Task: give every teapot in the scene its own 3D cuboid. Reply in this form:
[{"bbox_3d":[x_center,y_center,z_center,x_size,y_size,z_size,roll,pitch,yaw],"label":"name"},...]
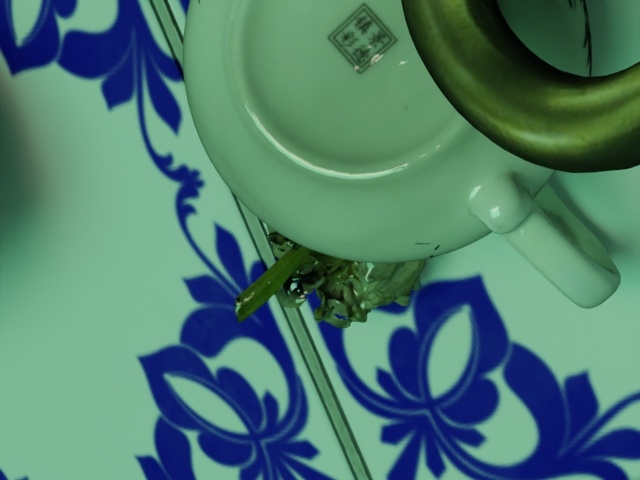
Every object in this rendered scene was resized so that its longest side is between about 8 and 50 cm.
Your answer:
[{"bbox_3d":[0.045,-0.078,0.957,0.208,0.166,0.300,-39,92,-1],"label":"teapot"}]

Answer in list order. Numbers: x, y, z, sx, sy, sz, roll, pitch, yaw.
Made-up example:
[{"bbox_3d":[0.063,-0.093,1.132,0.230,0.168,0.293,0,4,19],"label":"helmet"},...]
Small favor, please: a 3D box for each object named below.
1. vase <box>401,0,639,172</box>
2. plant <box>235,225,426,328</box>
[{"bbox_3d":[0.126,-0.190,0.764,0.302,0.241,0.329,22,106,35],"label":"vase"},{"bbox_3d":[0.000,0.000,1.046,0.104,0.122,0.116,44,138,26],"label":"plant"}]
